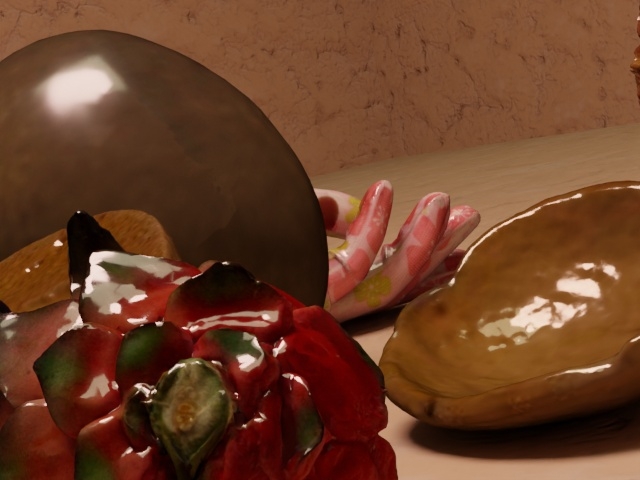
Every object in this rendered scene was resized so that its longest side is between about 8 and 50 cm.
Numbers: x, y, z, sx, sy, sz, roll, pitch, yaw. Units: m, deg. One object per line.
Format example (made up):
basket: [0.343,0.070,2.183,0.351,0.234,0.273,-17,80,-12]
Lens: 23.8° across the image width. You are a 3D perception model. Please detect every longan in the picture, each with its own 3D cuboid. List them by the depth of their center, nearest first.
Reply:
longan: [-0.118,0.002,0.862,0.215,0.246,0.246,-28,11,-20]

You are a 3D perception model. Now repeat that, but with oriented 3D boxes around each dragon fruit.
dragon fruit: [-0.047,0.067,0.461,0.142,0.121,0.130,11,38,42]

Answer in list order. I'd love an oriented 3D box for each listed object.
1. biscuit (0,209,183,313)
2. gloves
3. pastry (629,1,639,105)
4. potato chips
biscuit: [-0.128,0.069,0.609,0.181,0.049,0.208,-16,29,33]
gloves: [-0.003,0.011,1.066,0.241,0.126,0.145,17,-11,-20]
pastry: [0.390,-0.157,1.240,0.274,0.275,0.193,-11,-7,1]
potato chips: [0.125,0.035,0.687,0.208,0.062,0.195,-22,17,20]
